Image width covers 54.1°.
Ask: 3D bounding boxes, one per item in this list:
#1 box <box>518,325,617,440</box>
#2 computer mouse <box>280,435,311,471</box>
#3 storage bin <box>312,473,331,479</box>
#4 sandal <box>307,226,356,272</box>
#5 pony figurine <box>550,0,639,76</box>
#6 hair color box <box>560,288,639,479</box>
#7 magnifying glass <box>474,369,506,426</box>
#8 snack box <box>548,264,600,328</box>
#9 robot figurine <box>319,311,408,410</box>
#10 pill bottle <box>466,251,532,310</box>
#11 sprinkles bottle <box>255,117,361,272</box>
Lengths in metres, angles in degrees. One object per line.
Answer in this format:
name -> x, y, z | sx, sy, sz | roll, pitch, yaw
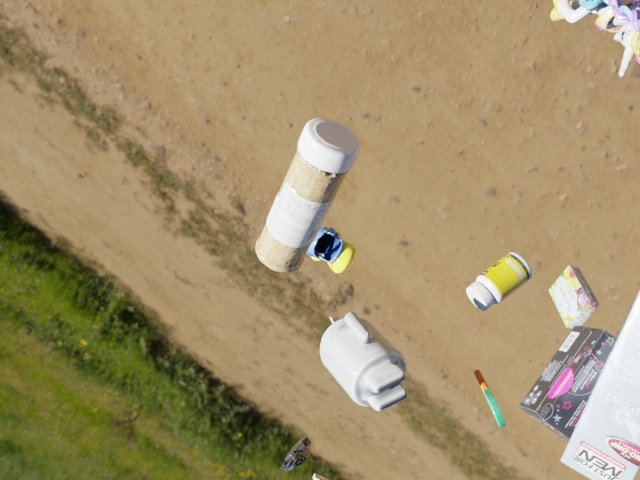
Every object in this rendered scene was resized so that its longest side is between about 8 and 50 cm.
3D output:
box -> 0.609, 0.341, 1.453 | 0.142, 0.247, 0.163 | 37, 176, 1
computer mouse -> -0.047, 0.476, 1.371 | 0.041, 0.071, 0.242 | 46, 176, 8
storage bin -> 0.046, 0.846, 1.797 | 0.260, 0.262, 0.123 | 37, 160, -35
sandal -> 0.000, 0.000, 1.987 | 0.138, 0.126, 0.317 | 36, 174, -21
pony figurine -> 0.662, -0.528, 1.267 | 0.303, 0.363, 0.351 | 29, 115, -33
hair color box -> 0.545, 0.214, 1.045 | 0.113, 0.185, 0.374 | 26, 110, 31
magnifying glass -> 0.519, 0.482, 1.933 | 0.026, 0.231, 0.092 | -23, 116, 8
snack box -> 0.664, 0.149, 1.647 | 0.037, 0.141, 0.100 | 14, 126, -15
robot figurine -> 0.127, 0.366, 1.918 | 0.353, 0.199, 0.300 | 42, 143, 53
pill bottle -> 0.614, 0.144, 2.160 | 0.119, 0.208, 0.119 | 51, 167, 17
sprinkles bottle -> -0.035, -0.086, 1.338 | 0.121, 0.121, 0.355 | 27, 130, 0
